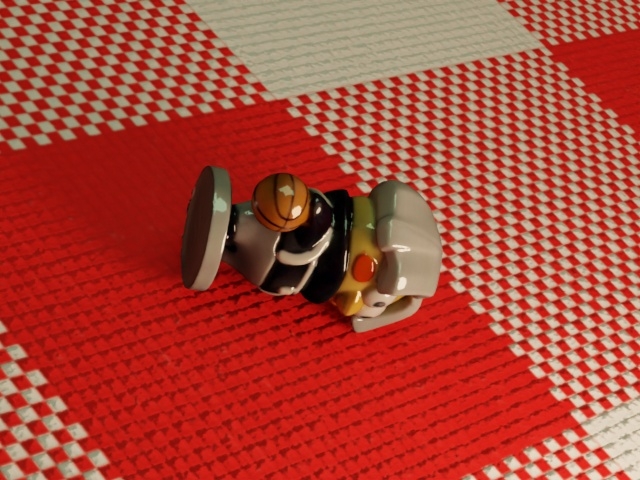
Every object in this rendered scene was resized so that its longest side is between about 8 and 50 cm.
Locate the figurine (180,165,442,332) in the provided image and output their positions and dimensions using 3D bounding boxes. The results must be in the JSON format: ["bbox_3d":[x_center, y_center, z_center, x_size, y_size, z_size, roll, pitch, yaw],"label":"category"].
[{"bbox_3d":[0.000,0.000,1.651,0.236,0.176,0.133,11,67,-17],"label":"figurine"}]
